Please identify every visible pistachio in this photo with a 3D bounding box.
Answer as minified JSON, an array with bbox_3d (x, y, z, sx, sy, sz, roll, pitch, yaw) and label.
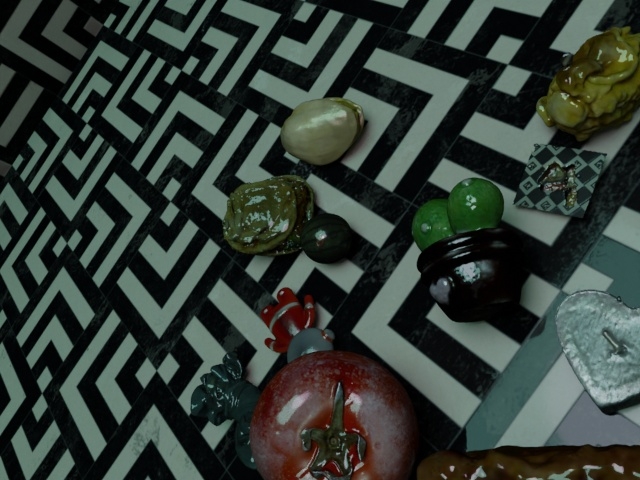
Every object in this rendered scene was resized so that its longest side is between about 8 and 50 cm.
[{"bbox_3d":[0.006,-0.246,1.217,0.200,0.117,0.145,-9,104,24],"label":"pistachio"}]

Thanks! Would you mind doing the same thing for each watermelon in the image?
[{"bbox_3d":[0.000,0.000,1.112,0.133,0.105,0.105,-17,60,5],"label":"watermelon"}]

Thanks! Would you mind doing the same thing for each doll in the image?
[{"bbox_3d":[-0.039,0.196,1.083,0.142,0.076,0.245,-51,48,8],"label":"doll"}]

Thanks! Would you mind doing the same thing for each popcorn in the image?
[{"bbox_3d":[0.452,-0.247,0.891,0.194,0.163,0.140,-39,68,-24],"label":"popcorn"}]

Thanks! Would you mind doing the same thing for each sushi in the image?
[{"bbox_3d":[0.409,-0.100,0.928,0.126,0.026,0.120,19,85,43],"label":"sushi"}]

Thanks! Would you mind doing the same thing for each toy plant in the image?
[{"bbox_3d":[0.239,0.012,0.903,0.218,0.175,0.235,123,143,-61],"label":"toy plant"}]

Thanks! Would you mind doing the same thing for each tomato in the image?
[{"bbox_3d":[0.025,0.312,0.887,0.270,0.227,0.270,0,80,3],"label":"tomato"}]

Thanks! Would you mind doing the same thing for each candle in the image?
[{"bbox_3d":[0.428,0.164,0.775,0.192,0.068,0.169,17,78,40],"label":"candle"}]

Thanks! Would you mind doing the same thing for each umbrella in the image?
[{"bbox_3d":[-0.121,0.357,1.060,0.349,0.094,0.143,31,94,37],"label":"umbrella"}]

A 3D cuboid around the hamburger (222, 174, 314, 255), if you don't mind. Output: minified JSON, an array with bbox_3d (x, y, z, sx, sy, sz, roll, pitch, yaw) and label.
[{"bbox_3d":[-0.111,-0.051,1.221,0.206,0.130,0.183,-6,68,12],"label":"hamburger"}]

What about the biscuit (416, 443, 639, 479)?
[{"bbox_3d":[0.352,0.308,0.600,0.395,0.342,0.166,-17,64,31],"label":"biscuit"}]
